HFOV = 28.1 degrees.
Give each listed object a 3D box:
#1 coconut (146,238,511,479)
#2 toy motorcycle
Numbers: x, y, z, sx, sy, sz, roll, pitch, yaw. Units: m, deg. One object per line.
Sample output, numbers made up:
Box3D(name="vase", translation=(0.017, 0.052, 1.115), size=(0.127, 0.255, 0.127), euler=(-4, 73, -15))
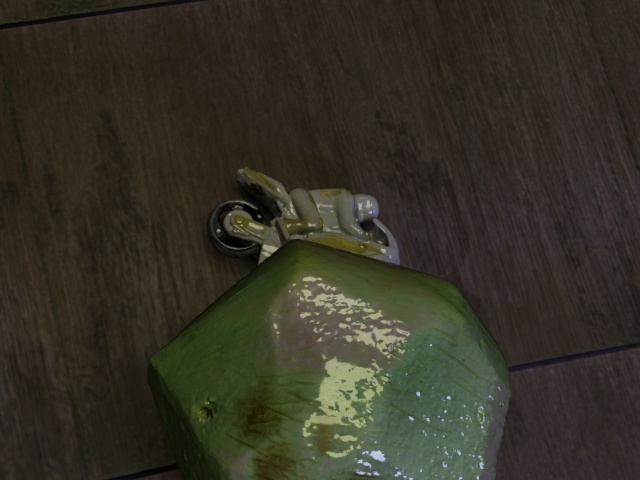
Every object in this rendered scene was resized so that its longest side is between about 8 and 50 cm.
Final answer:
Box3D(name="coconut", translation=(0.000, 0.154, 1.160), size=(0.328, 0.281, 0.329), euler=(0, 106, 0))
Box3D(name="toy motorcycle", translation=(0.000, 0.000, 1.328), size=(0.228, 0.074, 0.151), euler=(30, 65, 7))
